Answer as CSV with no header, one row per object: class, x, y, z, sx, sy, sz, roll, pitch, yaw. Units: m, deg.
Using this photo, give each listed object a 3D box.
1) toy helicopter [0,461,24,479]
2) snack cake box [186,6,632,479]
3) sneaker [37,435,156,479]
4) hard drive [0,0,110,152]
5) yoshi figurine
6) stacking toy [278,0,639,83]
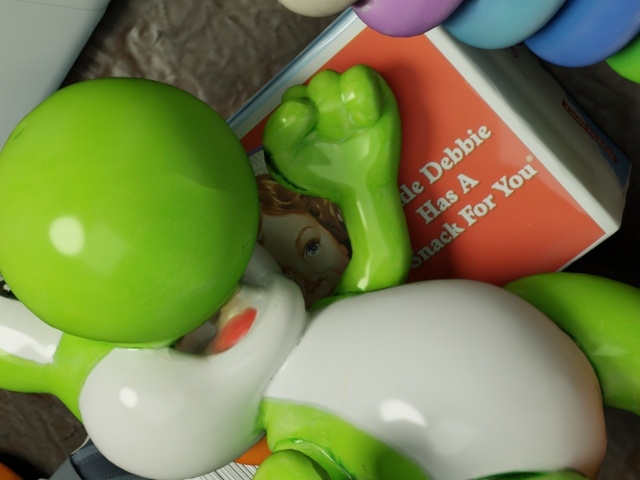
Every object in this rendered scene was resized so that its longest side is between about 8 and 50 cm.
toy helicopter,-0.339,0.209,0.932,0.355,0.140,0.235,22,127,16
snack cake box,0.000,0.000,0.746,0.264,0.089,0.152,-39,98,26
sneaker,-0.060,0.177,0.851,0.086,0.163,0.226,-49,138,2
hard drive,-0.244,-0.036,0.739,0.040,0.203,0.307,53,121,27
yoshi figurine,0.009,0.034,0.615,0.362,0.203,0.203,13,100,11
stacking toy,0.150,-0.113,0.615,0.330,0.141,0.141,16,119,-16
